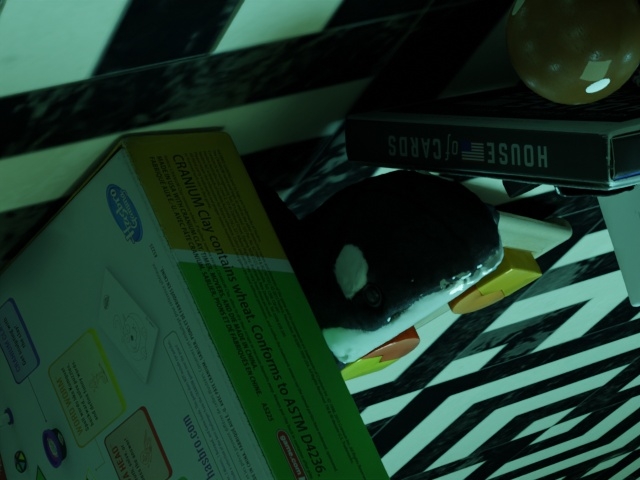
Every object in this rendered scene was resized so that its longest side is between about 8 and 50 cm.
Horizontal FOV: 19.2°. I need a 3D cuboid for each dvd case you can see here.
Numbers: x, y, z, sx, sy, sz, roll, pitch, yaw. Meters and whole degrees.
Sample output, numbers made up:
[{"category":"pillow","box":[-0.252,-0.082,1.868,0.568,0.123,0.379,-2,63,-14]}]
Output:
[{"category":"dvd case","box":[0.158,-0.061,0.916,0.238,0.030,0.179,-12,-168,-37]}]

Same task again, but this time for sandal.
[{"category":"sandal","box":[0.158,-0.042,1.056,0.067,0.040,0.179,-31,177,36]}]

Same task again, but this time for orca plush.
[{"category":"orca plush","box":[0.000,0.000,0.941,0.151,0.102,0.287,-37,-178,-6]}]

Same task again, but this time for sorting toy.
[{"category":"sorting toy","box":[0.049,0.041,1.172,0.193,0.038,0.208,-32,167,22]}]

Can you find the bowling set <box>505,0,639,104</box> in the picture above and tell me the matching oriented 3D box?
[{"category":"bowling set","box":[0.155,-0.143,0.693,0.199,0.154,0.287,-10,168,14]}]

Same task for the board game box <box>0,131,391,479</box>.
[{"category":"board game box","box":[-0.106,0.131,0.910,0.064,0.242,0.316,-8,157,-44]}]

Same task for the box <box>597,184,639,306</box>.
[{"category":"box","box":[0.278,-0.031,1.160,0.170,0.091,0.130,-18,179,-25]}]

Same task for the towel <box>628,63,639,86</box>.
[{"category":"towel","box":[0.218,-0.092,0.888,0.144,0.029,0.197,-4,-171,-1]}]
